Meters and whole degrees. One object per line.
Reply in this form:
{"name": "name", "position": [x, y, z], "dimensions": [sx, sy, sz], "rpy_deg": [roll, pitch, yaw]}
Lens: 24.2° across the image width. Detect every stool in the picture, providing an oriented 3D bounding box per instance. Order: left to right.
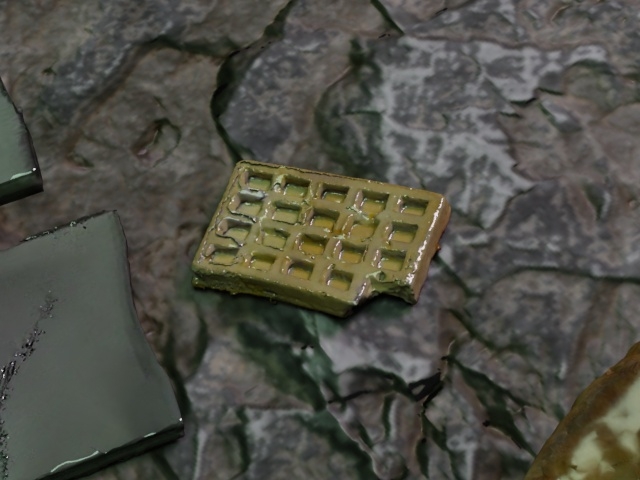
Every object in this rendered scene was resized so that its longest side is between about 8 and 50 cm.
{"name": "stool", "position": [-0.241, 0.023, 0.750], "dimensions": [0.269, 0.243, 0.170], "rpy_deg": [-20, 54, -2]}

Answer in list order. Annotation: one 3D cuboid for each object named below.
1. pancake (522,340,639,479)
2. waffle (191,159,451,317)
{"name": "pancake", "position": [0.205, 0.134, 0.615], "dimensions": [0.356, 0.065, 0.356], "rpy_deg": [-31, 33, 23]}
{"name": "waffle", "position": [0.000, 0.000, 0.857], "dimensions": [0.135, 0.021, 0.092], "rpy_deg": [12, 57, 20]}
